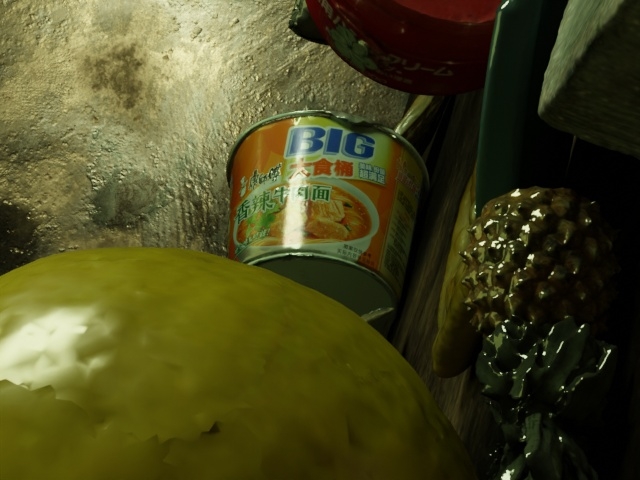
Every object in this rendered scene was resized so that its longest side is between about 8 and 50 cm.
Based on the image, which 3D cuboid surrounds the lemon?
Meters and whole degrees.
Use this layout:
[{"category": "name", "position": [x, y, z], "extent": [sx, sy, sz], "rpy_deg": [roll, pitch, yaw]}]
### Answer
[{"category": "lemon", "position": [-0.078, 0.161, 0.545], "extent": [0.348, 0.348, 0.348], "rpy_deg": [-162, 90, -89]}]

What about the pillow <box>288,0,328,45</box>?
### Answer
[{"category": "pillow", "position": [0.121, -0.313, 1.058], "extent": [0.101, 0.228, 0.326], "rpy_deg": [-93, 18, -73]}]

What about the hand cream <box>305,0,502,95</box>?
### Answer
[{"category": "hand cream", "position": [0.097, -0.236, 0.913], "extent": [0.149, 0.230, 0.230], "rpy_deg": [113, 175, -76]}]

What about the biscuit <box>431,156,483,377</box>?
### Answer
[{"category": "biscuit", "position": [0.117, -0.010, 0.811], "extent": [0.174, 0.039, 0.183], "rpy_deg": [100, -174, -56]}]

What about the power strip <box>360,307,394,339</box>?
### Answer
[{"category": "power strip", "position": [0.045, 0.176, 1.225], "extent": [0.213, 0.064, 0.198], "rpy_deg": [-19, -54, -74]}]

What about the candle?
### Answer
[{"category": "candle", "position": [0.141, -0.111, 0.447], "extent": [0.192, 0.068, 0.168], "rpy_deg": [-70, 1, -65]}]

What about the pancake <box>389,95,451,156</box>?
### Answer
[{"category": "pancake", "position": [0.118, -0.133, 1.724], "extent": [0.250, 0.031, 0.250], "rpy_deg": [-50, -10, -12]}]

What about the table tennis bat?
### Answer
[{"category": "table tennis bat", "position": [0.120, -0.126, 0.594], "extent": [0.215, 0.044, 0.329], "rpy_deg": [-58, -25, -46]}]

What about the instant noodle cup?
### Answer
[{"category": "instant noodle cup", "position": [0.000, 0.000, 1.561], "extent": [0.296, 0.296, 0.214], "rpy_deg": [108, 170, -55]}]

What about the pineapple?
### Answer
[{"category": "pineapple", "position": [0.093, 0.052, 0.493], "extent": [0.074, 0.074, 0.159], "rpy_deg": [108, 171, -49]}]
